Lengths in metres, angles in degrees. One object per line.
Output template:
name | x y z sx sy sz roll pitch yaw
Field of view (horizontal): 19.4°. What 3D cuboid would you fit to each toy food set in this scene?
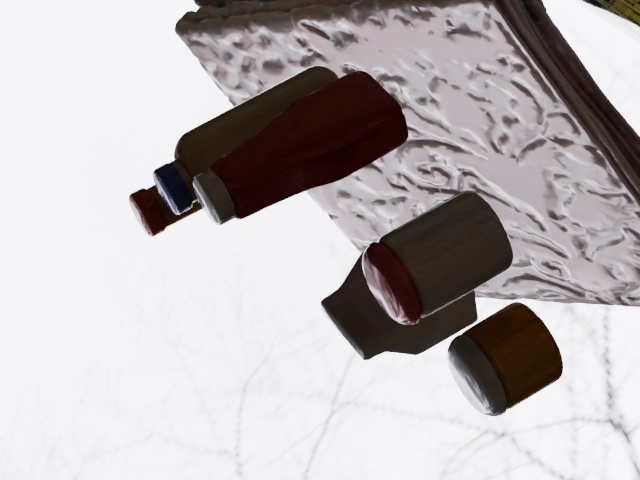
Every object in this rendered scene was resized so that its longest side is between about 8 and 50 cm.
toy food set | 0.000 0.000 0.852 0.104 0.111 0.232 -29 -131 -15

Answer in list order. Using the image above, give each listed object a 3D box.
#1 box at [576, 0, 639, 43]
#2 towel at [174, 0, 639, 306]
box | 0.265 -0.083 0.873 0.395 0.318 0.097 34 -83 2
towel | 0.091 -0.065 1.297 0.317 0.332 0.053 49 -118 -31
